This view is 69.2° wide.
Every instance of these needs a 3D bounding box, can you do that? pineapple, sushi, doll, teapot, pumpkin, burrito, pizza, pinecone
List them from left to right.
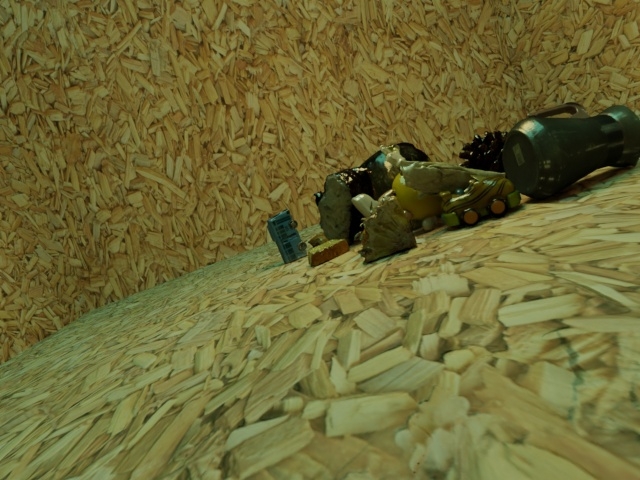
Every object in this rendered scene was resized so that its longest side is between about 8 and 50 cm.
[{"bbox_3d":[0.006,-0.001,2.303,0.134,0.056,0.271,-19,7,-4],"label":"pizza"},{"bbox_3d":[0.106,-0.155,1.982,0.207,0.349,0.234,-29,50,-36],"label":"sushi"},{"bbox_3d":[0.212,-0.027,1.465,0.237,0.186,0.114,-64,-5,19],"label":"pineapple"},{"bbox_3d":[0.393,-0.321,2.494,0.454,0.344,0.454,-27,-8,-4],"label":"pumpkin"},{"bbox_3d":[0.320,-0.171,1.670,0.423,0.347,0.161,-61,-3,-23],"label":"doll"},{"bbox_3d":[0.446,-0.200,1.573,0.391,0.117,0.076,5,13,-14],"label":"burrito"},{"bbox_3d":[0.726,-0.335,1.944,0.295,0.242,0.298,11,-8,21],"label":"pinecone"},{"bbox_3d":[0.765,-0.299,1.449,0.343,0.300,0.253,-14,-30,-6],"label":"teapot"}]

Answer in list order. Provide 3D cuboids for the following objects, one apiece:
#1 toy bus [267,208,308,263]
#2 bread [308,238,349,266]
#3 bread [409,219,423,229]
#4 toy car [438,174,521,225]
[{"bbox_3d":[-0.159,-0.019,2.166,0.133,0.234,0.116,-24,7,-11],"label":"toy bus"},{"bbox_3d":[0.022,0.046,1.827,0.187,0.066,0.103,-25,13,-24],"label":"bread"},{"bbox_3d":[0.302,-0.099,1.855,0.178,0.133,0.250,-20,6,-37],"label":"bread"},{"bbox_3d":[0.498,-0.139,1.481,0.247,0.143,0.200,-20,6,12],"label":"toy car"}]
